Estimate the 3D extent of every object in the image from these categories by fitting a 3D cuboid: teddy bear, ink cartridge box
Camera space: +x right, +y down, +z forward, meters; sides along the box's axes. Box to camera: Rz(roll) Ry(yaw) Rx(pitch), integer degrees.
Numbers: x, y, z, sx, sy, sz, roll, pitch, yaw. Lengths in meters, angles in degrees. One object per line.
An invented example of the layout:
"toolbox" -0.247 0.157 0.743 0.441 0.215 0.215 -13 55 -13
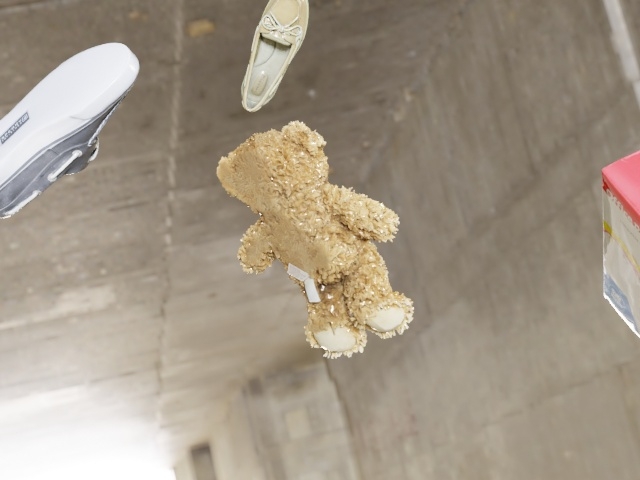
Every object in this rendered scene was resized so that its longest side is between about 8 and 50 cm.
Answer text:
"teddy bear" 0.000 0.000 1.849 0.113 0.338 0.245 -34 169 -47
"ink cartridge box" 0.319 0.006 1.215 0.078 0.134 0.231 -25 138 -9

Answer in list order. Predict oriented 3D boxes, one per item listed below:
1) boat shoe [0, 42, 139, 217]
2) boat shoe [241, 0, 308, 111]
"boat shoe" -0.332 -0.132 1.731 0.301 0.108 0.102 -38 133 14
"boat shoe" -0.055 -0.223 1.583 0.056 0.153 0.048 24 -155 -6
